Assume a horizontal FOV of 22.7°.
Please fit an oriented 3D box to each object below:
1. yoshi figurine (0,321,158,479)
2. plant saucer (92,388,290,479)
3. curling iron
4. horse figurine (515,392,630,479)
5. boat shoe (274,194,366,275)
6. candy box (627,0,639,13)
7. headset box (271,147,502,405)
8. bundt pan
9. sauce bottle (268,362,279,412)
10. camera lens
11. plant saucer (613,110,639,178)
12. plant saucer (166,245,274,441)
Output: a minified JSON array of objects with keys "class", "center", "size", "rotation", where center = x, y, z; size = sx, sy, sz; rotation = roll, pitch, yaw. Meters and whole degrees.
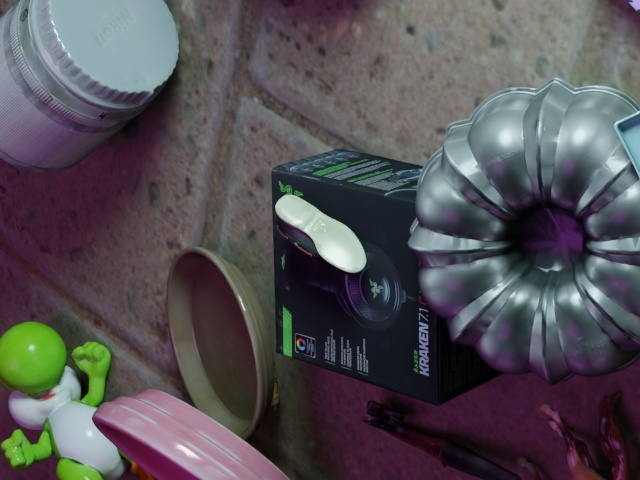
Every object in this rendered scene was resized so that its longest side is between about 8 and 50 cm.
[{"class":"yoshi figurine","center":[-0.389,0.255,2.423],"size":[0.362,0.204,0.203],"rotation":[40,113,31]},{"class":"plant saucer","center":[-0.156,0.305,2.172],"size":[0.332,0.084,0.332],"rotation":[31,164,10]},{"class":"curling iron","center":[0.144,0.256,1.958],"size":[0.274,0.068,0.035],"rotation":[23,85,47]},{"class":"horse figurine","center":[0.292,0.295,1.843],"size":[0.174,0.066,0.263],"rotation":[52,137,28]},{"class":"boat shoe","center":[0.001,-0.001,1.851],"size":[0.133,0.049,0.042],"rotation":[37,154,22]},{"class":"candy box","center":[0.359,-0.300,1.557],"size":[0.196,0.070,0.165],"rotation":[52,134,17]},{"class":"headset box","center":[0.072,0.034,1.916],"size":[0.283,0.131,0.246],"rotation":[16,114,41]},{"class":"bundt pan","center":[0.239,0.000,1.653],"size":[0.331,0.124,0.330],"rotation":[3,101,17]},{"class":"sauce bottle","center":[-0.083,0.172,2.182],"size":[0.042,0.042,0.128],"rotation":[6,111,43]},{"class":"camera lens","center":[-0.347,-0.232,2.167],"size":[0.274,0.219,0.219],"rotation":[-31,82,46]},{"class":"plant saucer","center":[0.385,-0.125,1.550],"size":[0.192,0.018,0.067],"rotation":[-26,85,5]},{"class":"plant saucer","center":[-0.135,0.140,2.178],"size":[0.278,0.041,0.277],"rotation":[33,129,53]}]
